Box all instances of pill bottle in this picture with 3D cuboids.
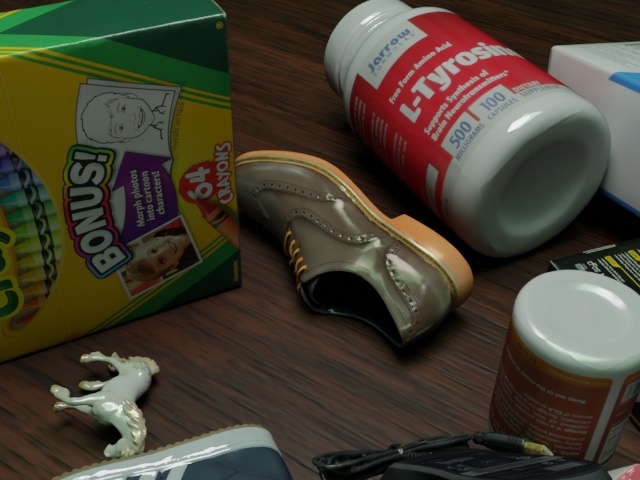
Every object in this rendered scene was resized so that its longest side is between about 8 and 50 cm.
[{"bbox_3d":[0.220,0.142,0.743,0.121,0.216,0.121,1,40,-1],"label":"pill bottle"},{"bbox_3d":[0.176,-0.178,1.116,0.229,0.229,0.407,-19,44,-22],"label":"pill bottle"}]

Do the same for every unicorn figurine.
[{"bbox_3d":[-0.213,0.165,0.826,0.111,0.060,0.162,9,41,10],"label":"unicorn figurine"}]

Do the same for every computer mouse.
[{"bbox_3d":[0.132,0.191,0.624,0.184,0.060,0.262,1,-9,-35],"label":"computer mouse"}]

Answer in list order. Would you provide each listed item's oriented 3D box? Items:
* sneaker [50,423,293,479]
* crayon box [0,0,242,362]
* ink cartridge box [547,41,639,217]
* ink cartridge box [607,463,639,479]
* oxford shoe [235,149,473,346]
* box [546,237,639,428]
[{"bbox_3d":[-0.139,0.263,0.681,0.282,0.099,0.153,-15,41,-23],"label":"sneaker"},{"bbox_3d":[-0.252,-0.062,0.862,0.313,0.363,0.106,-19,44,-22],"label":"crayon box"},{"bbox_3d":[0.545,-0.162,1.095,0.395,0.166,0.285,-8,29,-18],"label":"ink cartridge box"},{"bbox_3d":[0.227,0.298,0.579,0.158,0.092,0.218,-30,74,-18],"label":"ink cartridge box"},{"bbox_3d":[0.000,0.000,0.982,0.364,0.130,0.133,29,55,31],"label":"oxford shoe"},{"bbox_3d":[0.436,0.118,0.887,0.257,0.079,0.322,-11,41,-18],"label":"box"}]
